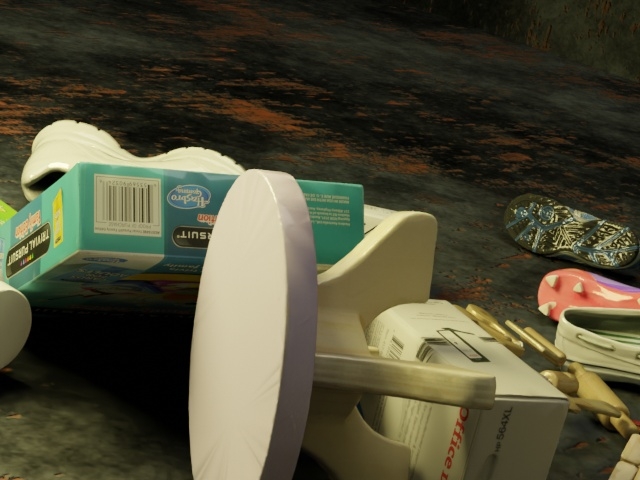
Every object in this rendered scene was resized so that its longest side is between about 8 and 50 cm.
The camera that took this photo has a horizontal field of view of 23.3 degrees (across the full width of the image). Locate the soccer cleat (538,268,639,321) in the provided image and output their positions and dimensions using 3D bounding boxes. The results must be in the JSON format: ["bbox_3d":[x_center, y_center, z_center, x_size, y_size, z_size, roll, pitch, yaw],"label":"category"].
[{"bbox_3d":[0.370,0.089,1.797,0.248,0.083,0.095,19,13,29],"label":"soccer cleat"}]

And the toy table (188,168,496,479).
[{"bbox_3d":[0.005,0.092,1.201,0.160,0.274,0.252,7,11,-26],"label":"toy table"}]

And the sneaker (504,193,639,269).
[{"bbox_3d":[0.343,-0.002,2.103,0.211,0.080,0.081,25,-1,34],"label":"sneaker"}]

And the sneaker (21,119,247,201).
[{"bbox_3d":[-0.216,-0.051,1.844,0.297,0.111,0.129,10,32,7],"label":"sneaker"}]

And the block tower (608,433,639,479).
[{"bbox_3d":[0.394,0.246,1.218,0.335,0.097,0.091,20,52,22],"label":"block tower"}]

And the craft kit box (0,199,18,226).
[{"bbox_3d":[-0.432,-0.011,1.603,0.246,0.061,0.250,-5,24,-38],"label":"craft kit box"}]

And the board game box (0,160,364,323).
[{"bbox_3d":[-0.146,0.013,1.410,0.253,0.079,0.336,4,-13,-25],"label":"board game box"}]

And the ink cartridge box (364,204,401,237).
[{"bbox_3d":[0.000,0.000,1.790,0.207,0.097,0.046,13,17,0],"label":"ink cartridge box"}]

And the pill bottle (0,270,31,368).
[{"bbox_3d":[-0.349,0.046,1.379,0.193,0.108,0.108,24,20,35],"label":"pill bottle"}]

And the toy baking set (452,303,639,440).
[{"bbox_3d":[0.221,0.136,1.529,0.196,0.030,0.256,25,12,-23],"label":"toy baking set"}]

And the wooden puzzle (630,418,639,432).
[{"bbox_3d":[0.353,0.195,1.557,0.083,0.006,0.049,9,17,-9],"label":"wooden puzzle"}]

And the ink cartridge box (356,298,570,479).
[{"bbox_3d":[0.102,0.152,1.280,0.085,0.148,0.203,5,19,-28],"label":"ink cartridge box"}]

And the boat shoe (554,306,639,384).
[{"bbox_3d":[0.360,0.112,1.640,0.226,0.076,0.083,-1,40,9],"label":"boat shoe"}]
